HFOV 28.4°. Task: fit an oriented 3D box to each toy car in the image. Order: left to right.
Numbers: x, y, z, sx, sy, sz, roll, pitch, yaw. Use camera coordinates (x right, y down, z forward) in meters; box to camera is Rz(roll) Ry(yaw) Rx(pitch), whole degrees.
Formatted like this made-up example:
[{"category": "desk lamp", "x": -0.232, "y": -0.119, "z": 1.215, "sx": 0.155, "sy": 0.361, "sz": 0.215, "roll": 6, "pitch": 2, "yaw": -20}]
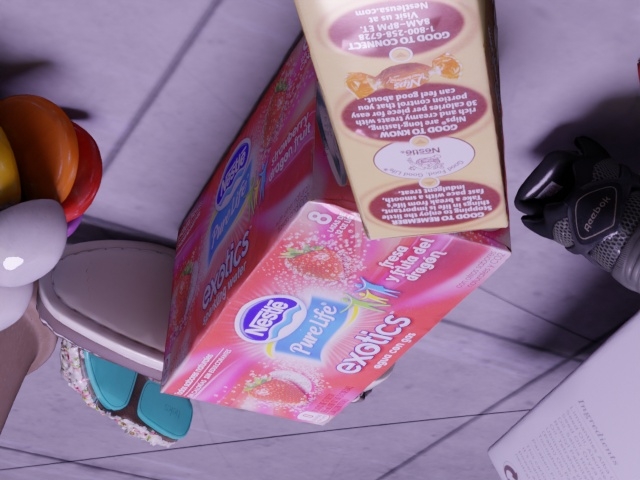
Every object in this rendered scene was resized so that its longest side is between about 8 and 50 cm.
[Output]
[{"category": "toy car", "x": -0.225, "y": -0.034, "z": 0.894, "sx": 0.136, "sy": 0.159, "sz": 0.182, "roll": -22, "pitch": 164, "yaw": -38}]

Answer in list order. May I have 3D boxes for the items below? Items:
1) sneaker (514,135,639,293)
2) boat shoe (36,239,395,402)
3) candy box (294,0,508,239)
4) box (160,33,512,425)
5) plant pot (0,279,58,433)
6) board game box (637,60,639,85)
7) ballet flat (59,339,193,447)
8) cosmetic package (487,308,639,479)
[{"category": "sneaker", "x": 0.228, "y": -0.018, "z": 0.939, "sx": 0.087, "sy": 0.130, "sz": 0.227, "roll": -58, "pitch": 155, "yaw": 15}, {"category": "boat shoe", "x": -0.095, "y": 0.084, "z": 1.079, "sx": 0.324, "sy": 0.117, "sz": 0.097, "roll": 13, "pitch": 143, "yaw": -27}, {"category": "candy box", "x": 0.037, "y": -0.161, "z": 0.621, "sx": 0.087, "sy": 0.183, "sz": 0.316, "roll": -4, "pitch": 147, "yaw": 10}, {"category": "box", "x": 0.000, "y": 0.000, "z": 0.907, "sx": 0.142, "sy": 0.154, "sz": 0.300, "roll": 14, "pitch": 147, "yaw": -19}, {"category": "plant pot", "x": -0.353, "y": 0.123, "z": 1.041, "sx": 0.263, "sy": 0.229, "sz": 0.263, "roll": 0, "pitch": 148, "yaw": 0}, {"category": "board game box", "x": 0.368, "y": -0.112, "z": 0.831, "sx": 0.281, "sy": 0.027, "sz": 0.145, "roll": 14, "pitch": 147, "yaw": -19}, {"category": "ballet flat", "x": -0.197, "y": 0.129, "z": 1.183, "sx": 0.077, "sy": 0.091, "sz": 0.241, "roll": 7, "pitch": 149, "yaw": 24}, {"category": "cosmetic package", "x": 0.325, "y": 0.121, "z": 0.964, "sx": 0.230, "sy": 0.162, "sz": 0.453, "roll": -21, "pitch": 160, "yaw": -21}]
